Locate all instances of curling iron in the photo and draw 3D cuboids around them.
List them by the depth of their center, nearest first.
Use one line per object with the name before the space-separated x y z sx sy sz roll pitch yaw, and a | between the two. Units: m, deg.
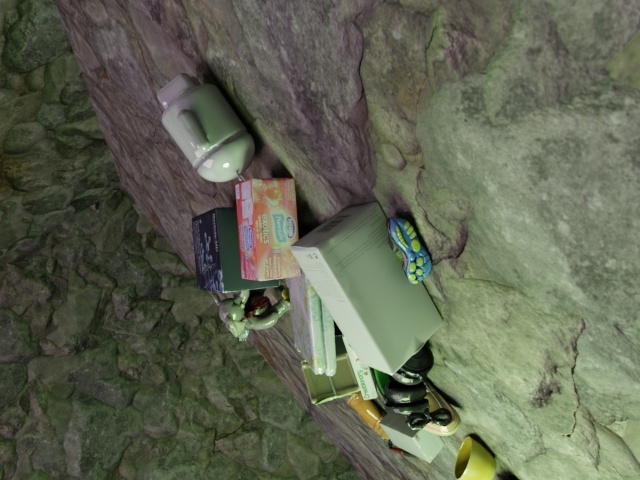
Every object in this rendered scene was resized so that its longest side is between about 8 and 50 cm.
curling iron | 0.369 0.950 2.116 0.068 0.035 0.274 56 156 -8

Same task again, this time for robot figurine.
robot figurine | -0.335 -0.325 1.412 0.353 0.200 0.300 55 -165 -5

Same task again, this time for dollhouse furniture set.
dollhouse furniture set | 0.022 0.458 1.725 0.151 0.197 0.301 96 159 -54

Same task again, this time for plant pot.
plant pot | 0.492 0.701 1.464 0.095 0.134 0.134 21 149 8

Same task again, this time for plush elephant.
plush elephant | -0.331 0.288 2.045 0.272 0.330 0.255 42 -175 35

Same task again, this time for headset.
headset | 0.231 0.405 1.351 0.394 0.185 0.243 -146 55 -62

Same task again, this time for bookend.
bookend | 0.059 0.298 1.646 0.157 0.072 0.156 75 -172 -53

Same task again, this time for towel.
towel | -0.029 0.219 1.517 0.320 0.090 0.374 -169 73 -74

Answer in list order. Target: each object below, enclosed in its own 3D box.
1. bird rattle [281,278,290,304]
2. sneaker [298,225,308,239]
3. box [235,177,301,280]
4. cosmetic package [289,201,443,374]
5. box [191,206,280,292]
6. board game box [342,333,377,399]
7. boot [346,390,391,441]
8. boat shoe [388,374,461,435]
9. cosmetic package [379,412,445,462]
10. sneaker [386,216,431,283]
bird rattle | -0.064 0.222 1.840 0.207 0.143 0.253 49 172 36
sneaker | -0.122 -0.048 1.569 0.209 0.069 0.082 42 164 13
box | -0.161 -0.035 1.423 0.154 0.142 0.300 -4 91 62
cosmetic package | 0.124 0.119 1.191 0.156 0.217 0.385 -1 121 61
box | -0.332 0.037 1.762 0.395 0.212 0.293 -8 87 62
board game box | 0.129 0.354 1.554 0.193 0.053 0.305 -88 -17 -57
boot | 0.226 0.752 2.006 0.220 0.109 0.283 38 155 32
boat shoe | 0.296 0.490 1.505 0.341 0.121 0.110 29 148 45
cosmetic package | 0.346 0.739 1.791 0.127 0.107 0.238 57 153 -10
sneaker | 0.206 0.021 1.106 0.188 0.067 0.078 62 176 -25
